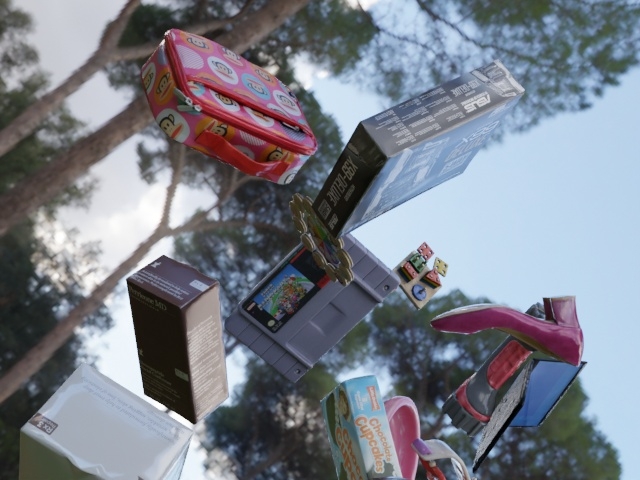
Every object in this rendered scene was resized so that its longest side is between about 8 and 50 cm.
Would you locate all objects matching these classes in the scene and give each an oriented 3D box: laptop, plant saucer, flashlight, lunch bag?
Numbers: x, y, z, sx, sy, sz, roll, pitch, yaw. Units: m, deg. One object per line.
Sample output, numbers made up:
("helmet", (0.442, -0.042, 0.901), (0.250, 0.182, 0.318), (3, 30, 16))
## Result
("laptop", (0.468, 0.392, 2.039), (0.137, 0.264, 0.234), (28, -57, 5))
("plant saucer", (0.142, 0.528, 2.153), (0.084, 0.332, 0.332), (8, -45, 26))
("flashlight", (0.385, 0.274, 1.918), (0.103, 0.103, 0.304), (44, -70, 16))
("lunch bag", (-0.152, -0.212, 1.551), (0.120, 0.293, 0.258), (-47, -137, 27))

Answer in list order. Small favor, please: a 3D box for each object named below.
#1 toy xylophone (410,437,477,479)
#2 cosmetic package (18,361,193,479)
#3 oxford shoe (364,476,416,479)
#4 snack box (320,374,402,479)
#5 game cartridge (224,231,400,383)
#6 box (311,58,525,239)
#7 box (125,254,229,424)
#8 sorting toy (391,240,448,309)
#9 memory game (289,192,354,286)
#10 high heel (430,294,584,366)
("toy xylophone", (0.297, 0.572, 1.951), (0.236, 0.081, 0.322), (137, -69, -84))
("cosmetic package", (-0.353, 0.395, 1.458), (0.217, 0.156, 0.385), (32, -44, 7))
("oxford shoe", (-0.016, 0.299, 0.926), (0.097, 0.271, 0.098), (62, -20, 25))
("snack box", (0.078, 0.388, 1.441), (0.187, 0.060, 0.321), (120, -42, -66))
("game cartridge", (-0.023, 0.139, 2.066), (0.230, 0.355, 0.068), (40, 14, -22))
("box", (0.154, -0.146, 1.469), (0.076, 0.307, 0.242), (54, -33, 14))
("box", (-0.344, 0.246, 2.235), (0.191, 0.143, 0.381), (23, -51, 31))
("sorting toy", (0.281, 0.098, 2.538), (0.132, 0.274, 0.046), (53, -45, -1))
("memory game", (0.000, 0.000, 1.585), (0.186, 0.012, 0.186), (50, -19, 24))
("high heel", (0.299, 0.156, 1.456), (0.082, 0.244, 0.117), (169, -85, -79))
